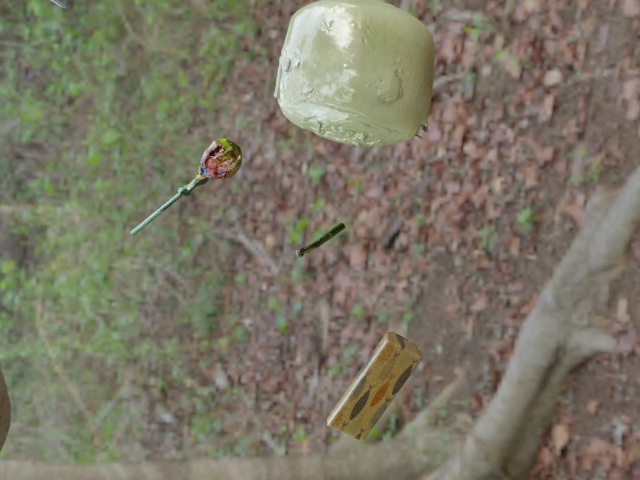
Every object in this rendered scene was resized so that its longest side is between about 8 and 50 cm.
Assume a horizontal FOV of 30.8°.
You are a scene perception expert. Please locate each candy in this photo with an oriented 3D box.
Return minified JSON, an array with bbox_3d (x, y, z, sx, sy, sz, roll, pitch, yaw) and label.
[{"bbox_3d":[-0.193,-0.071,1.655,0.201,0.060,0.060,-39,27,4],"label":"candy"}]

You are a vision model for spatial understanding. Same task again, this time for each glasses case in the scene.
[{"bbox_3d":[0.079,0.216,1.729,0.170,0.065,0.041,-57,16,19],"label":"glasses case"}]

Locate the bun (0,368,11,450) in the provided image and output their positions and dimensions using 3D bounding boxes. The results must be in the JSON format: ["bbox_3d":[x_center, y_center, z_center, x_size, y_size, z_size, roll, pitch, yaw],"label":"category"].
[{"bbox_3d":[-0.584,0.231,1.656,0.205,0.281,0.281,66,-164,-57],"label":"bun"}]

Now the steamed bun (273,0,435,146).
[{"bbox_3d":[0.066,-0.283,1.936,0.166,0.273,0.232,101,-177,-69],"label":"steamed bun"}]

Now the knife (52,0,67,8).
[{"bbox_3d":[-0.537,-0.467,1.981,0.032,0.244,0.058,-56,15,8],"label":"knife"}]

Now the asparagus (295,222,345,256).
[{"bbox_3d":[0.000,0.000,2.064,0.018,0.127,0.015,46,138,13],"label":"asparagus"}]
